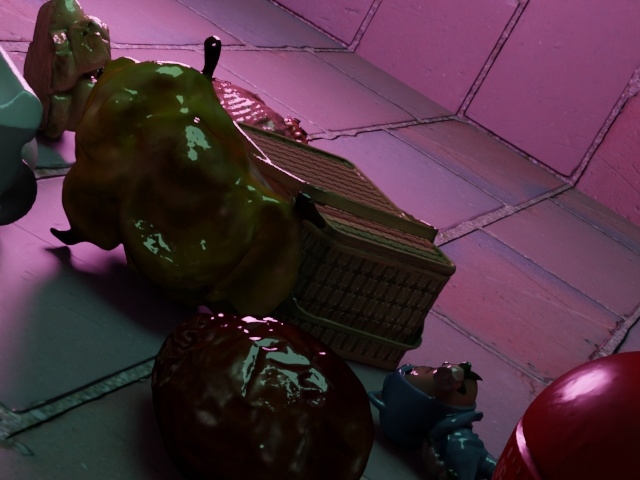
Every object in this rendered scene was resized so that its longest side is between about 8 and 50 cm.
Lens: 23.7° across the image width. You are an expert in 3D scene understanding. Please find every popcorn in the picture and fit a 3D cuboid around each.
[{"bbox_3d":[-0.170,-0.062,1.706,0.297,0.281,0.316,57,7,-46],"label":"popcorn"}]

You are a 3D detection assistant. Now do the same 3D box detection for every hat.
[{"bbox_3d":[-0.108,-0.154,2.357,0.236,0.107,0.286,62,25,11],"label":"hat"}]

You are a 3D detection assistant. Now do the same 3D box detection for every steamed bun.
[{"bbox_3d":[-0.331,-0.237,2.061,0.106,0.192,0.177,5,15,-24],"label":"steamed bun"}]

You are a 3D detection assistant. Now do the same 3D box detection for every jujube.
[{"bbox_3d":[-0.065,0.150,1.386,0.190,0.190,0.255,20,1,-30],"label":"jujube"}]

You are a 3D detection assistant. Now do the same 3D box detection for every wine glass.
[{"bbox_3d":[-0.367,-0.095,1.733,0.093,0.093,0.202,23,18,-22],"label":"wine glass"}]

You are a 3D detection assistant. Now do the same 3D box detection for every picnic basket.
[{"bbox_3d":[0.000,0.000,1.926,0.228,0.175,0.313,18,20,-38],"label":"picnic basket"}]

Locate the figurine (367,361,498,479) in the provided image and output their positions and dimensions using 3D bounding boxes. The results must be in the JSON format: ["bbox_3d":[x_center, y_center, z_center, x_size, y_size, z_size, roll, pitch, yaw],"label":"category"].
[{"bbox_3d":[0.144,0.193,1.654,0.114,0.144,0.178,-3,45,-43],"label":"figurine"}]

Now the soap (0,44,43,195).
[{"bbox_3d":[-0.412,-0.133,1.552,0.115,0.208,0.347,18,19,-36],"label":"soap"}]

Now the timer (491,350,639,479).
[{"bbox_3d":[0.349,0.271,1.440,0.378,0.279,0.378,26,19,-9],"label":"timer"}]
